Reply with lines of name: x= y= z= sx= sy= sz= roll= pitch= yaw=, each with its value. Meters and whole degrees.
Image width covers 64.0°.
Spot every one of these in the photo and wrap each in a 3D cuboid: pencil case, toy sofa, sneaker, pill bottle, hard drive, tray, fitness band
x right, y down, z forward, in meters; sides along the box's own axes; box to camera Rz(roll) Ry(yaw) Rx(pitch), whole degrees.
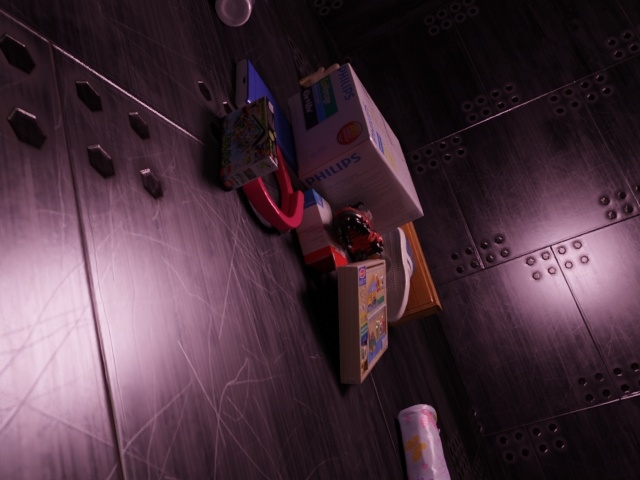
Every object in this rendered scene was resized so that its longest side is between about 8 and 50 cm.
pencil case: x=0.287 y=0.592 z=1.404 sx=0.124 sy=0.114 sz=0.273 roll=47 pitch=24 yaw=-32
toy sofa: x=0.059 y=-0.500 z=2.025 sx=0.150 sy=0.177 sz=0.362 roll=35 pitch=35 yaw=-63
sneaker: x=0.278 y=0.128 z=1.806 sx=0.148 sy=0.131 sz=0.349 roll=36 pitch=54 yaw=-48
pill bottle: x=-0.230 y=-0.657 z=1.406 sx=0.094 sy=0.094 sz=0.169 roll=58 pitch=18 yaw=-33
hard drive: x=-0.125 y=-0.305 z=1.380 sx=0.318 sy=0.040 sz=0.210 roll=53 pitch=21 yaw=-43
tray: x=0.298 y=0.107 z=1.947 sx=0.076 sy=0.203 sz=0.410 roll=47 pitch=25 yaw=-52
sneaker: x=0.083 y=-0.043 z=1.323 sx=0.276 sy=0.098 sz=0.135 roll=36 pitch=30 yaw=-65
fitness band: x=-0.113 y=-0.136 z=1.176 sx=0.209 sy=0.054 sz=0.290 roll=57 pitch=18 yaw=-27

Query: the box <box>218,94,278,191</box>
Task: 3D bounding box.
box: x=-0.145 y=-0.197 z=1.023 sx=0.036 sy=0.114 sz=0.206 roll=52 pitch=21 yaw=-44

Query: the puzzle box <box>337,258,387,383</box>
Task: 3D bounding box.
puzzle box: x=0.120 y=0.189 z=1.346 sx=0.409 sy=0.052 sz=0.271 roll=-3 pitch=91 yaw=-74

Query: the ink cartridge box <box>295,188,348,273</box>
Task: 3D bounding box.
ink cartridge box: x=0.000 y=0.000 z=1.310 sx=0.134 sy=0.078 sz=0.230 roll=36 pitch=35 yaw=-65

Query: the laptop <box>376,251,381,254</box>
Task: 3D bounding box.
laptop: x=0.122 y=-0.111 z=1.757 sx=0.234 sy=0.137 sz=0.264 roll=-88 pitch=170 yaw=-58

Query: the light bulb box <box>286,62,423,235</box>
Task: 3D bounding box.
light bulb box: x=0.100 y=-0.248 z=1.511 sx=0.361 sy=0.225 sz=0.357 roll=44 pitch=27 yaw=-44
